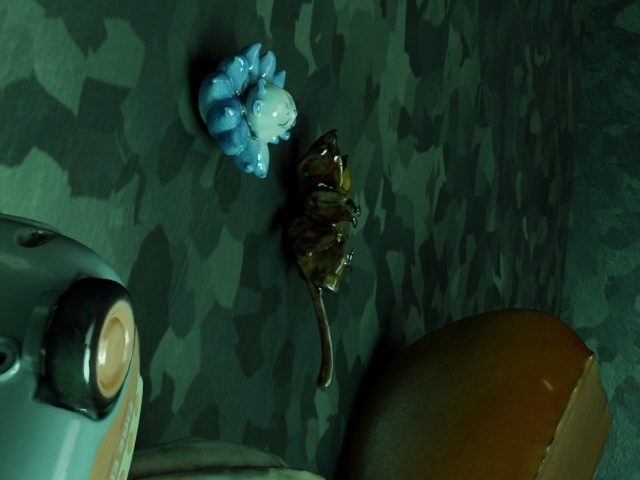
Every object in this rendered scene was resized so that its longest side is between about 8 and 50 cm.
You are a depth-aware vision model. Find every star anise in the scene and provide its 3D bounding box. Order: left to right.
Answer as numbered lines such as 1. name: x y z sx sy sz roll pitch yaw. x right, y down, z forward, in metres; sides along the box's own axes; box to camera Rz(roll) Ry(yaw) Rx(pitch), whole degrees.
1. star anise: 0.002 0.002 1.221 0.177 0.073 0.234 81 8 -50

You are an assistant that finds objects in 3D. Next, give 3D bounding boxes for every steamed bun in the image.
1. steamed bun: 0.166 0.266 1.468 0.379 0.248 0.235 -59 145 -28

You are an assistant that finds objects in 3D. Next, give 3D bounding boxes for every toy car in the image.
1. toy car: -0.188 0.129 0.663 0.212 0.180 0.270 71 29 -64

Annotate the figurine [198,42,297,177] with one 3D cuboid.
1. figurine: -0.062 -0.114 1.041 0.114 0.079 0.114 12 90 -68

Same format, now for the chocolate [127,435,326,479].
1. chocolate: -0.092 0.241 0.825 0.303 0.303 0.213 2 70 -68
